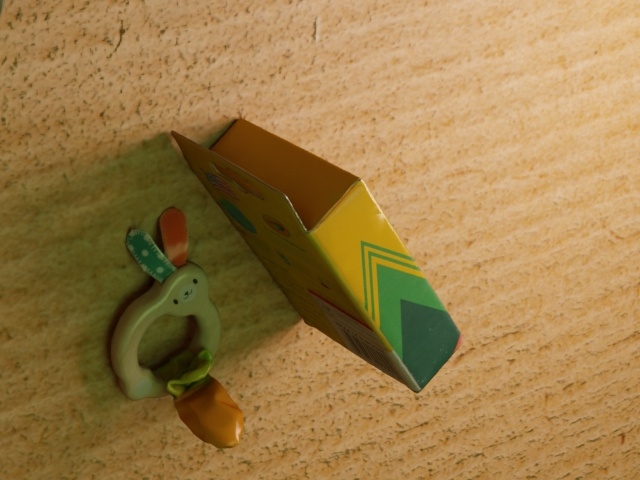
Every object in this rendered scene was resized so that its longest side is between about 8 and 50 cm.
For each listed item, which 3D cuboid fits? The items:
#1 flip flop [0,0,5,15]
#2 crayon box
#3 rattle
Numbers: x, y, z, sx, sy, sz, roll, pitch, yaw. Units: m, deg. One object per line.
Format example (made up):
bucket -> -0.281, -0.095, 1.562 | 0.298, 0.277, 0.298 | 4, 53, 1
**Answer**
flip flop -> -0.293, -0.244, 1.409 | 0.112, 0.080, 0.277 | -23, 146, -18
crayon box -> 0.000, 0.000, 1.806 | 0.081, 0.202, 0.318 | -47, 134, -13
rattle -> -0.133, 0.088, 1.787 | 0.130, 0.143, 0.200 | 4, 116, -22
